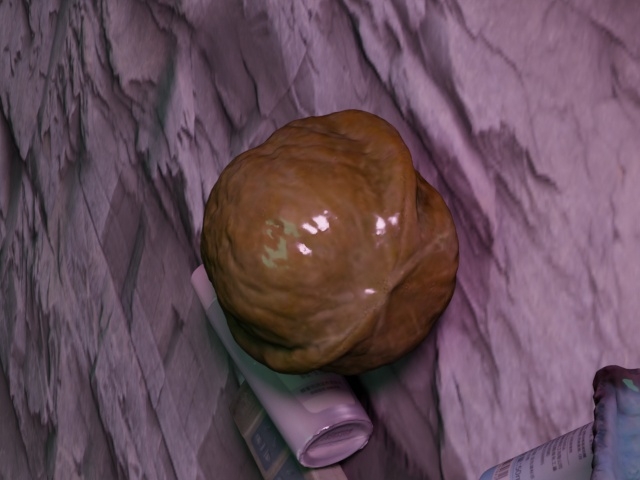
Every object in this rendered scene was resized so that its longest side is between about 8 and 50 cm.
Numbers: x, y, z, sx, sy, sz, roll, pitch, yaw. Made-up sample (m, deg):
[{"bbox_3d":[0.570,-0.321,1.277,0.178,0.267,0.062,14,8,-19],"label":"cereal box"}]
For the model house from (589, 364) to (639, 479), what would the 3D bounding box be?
[{"bbox_3d":[0.280,0.218,0.567,0.249,0.230,0.281,-116,4,-70],"label":"model house"}]

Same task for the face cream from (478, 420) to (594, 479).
[{"bbox_3d":[0.224,0.172,0.729,0.229,0.075,0.075,-38,55,39],"label":"face cream"}]

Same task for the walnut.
[{"bbox_3d":[0.000,0.000,0.916,0.283,0.227,0.283,-35,42,40],"label":"walnut"}]

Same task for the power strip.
[{"bbox_3d":[-0.021,0.246,1.020,0.078,0.052,0.272,-57,45,27],"label":"power strip"}]

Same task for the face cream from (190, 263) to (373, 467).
[{"bbox_3d":[-0.047,0.121,1.037,0.269,0.107,0.073,53,131,40],"label":"face cream"}]
